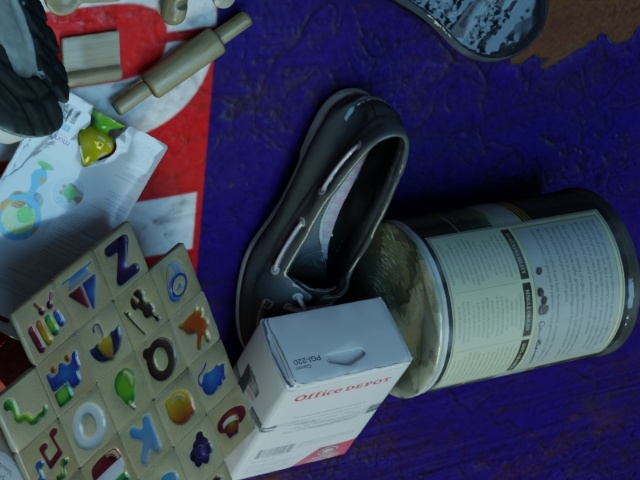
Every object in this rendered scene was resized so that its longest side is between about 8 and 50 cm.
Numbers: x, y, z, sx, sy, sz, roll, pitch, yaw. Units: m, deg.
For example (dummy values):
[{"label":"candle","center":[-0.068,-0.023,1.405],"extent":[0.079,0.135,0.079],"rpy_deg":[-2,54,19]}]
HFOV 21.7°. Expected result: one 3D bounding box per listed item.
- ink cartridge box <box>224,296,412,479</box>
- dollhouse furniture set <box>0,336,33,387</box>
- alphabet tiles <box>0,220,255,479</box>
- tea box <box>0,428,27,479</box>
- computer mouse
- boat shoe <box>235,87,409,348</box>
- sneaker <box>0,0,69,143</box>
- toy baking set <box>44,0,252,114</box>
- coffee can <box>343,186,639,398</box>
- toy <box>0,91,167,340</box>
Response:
[{"label":"ink cartridge box","center":[-0.017,0.165,1.850],"extent":[0.158,0.092,0.218],"rpy_deg":[-10,152,-29]},{"label":"dollhouse furniture set","center":[-0.310,0.251,1.722],"extent":[0.374,0.152,0.201],"rpy_deg":[-44,133,-1]},{"label":"alphabet tiles","center":[-0.181,0.170,1.619],"extent":[0.285,0.011,0.342],"rpy_deg":[-44,124,-43]},{"label":"tea box","center":[-0.474,0.241,1.461],"extent":[0.323,0.220,0.329],"rpy_deg":[-13,141,26]},{"label":"computer mouse","center":[0.125,-0.291,1.719],"extent":[0.272,0.072,0.188],"rpy_deg":[37,98,-31]},{"label":"boat shoe","center":[0.000,0.000,1.802],"extent":[0.112,0.095,0.335],"rpy_deg":[5,116,-38]},{"label":"sneaker","center":[-0.342,-0.232,1.260],"extent":[0.182,0.410,0.158],"rpy_deg":[-25,162,17]},{"label":"toy baking set","center":[-0.146,-0.237,1.590],"extent":[0.256,0.030,0.197],"rpy_deg":[-33,132,-12]},{"label":"coffee can","center":[0.193,0.056,1.898],"extent":[0.275,0.201,0.201],"rpy_deg":[-9,124,-29]},{"label":"toy","center":[-0.267,-0.024,1.631],"extent":[0.137,0.056,0.237],"rpy_deg":[29,95,-31]}]
